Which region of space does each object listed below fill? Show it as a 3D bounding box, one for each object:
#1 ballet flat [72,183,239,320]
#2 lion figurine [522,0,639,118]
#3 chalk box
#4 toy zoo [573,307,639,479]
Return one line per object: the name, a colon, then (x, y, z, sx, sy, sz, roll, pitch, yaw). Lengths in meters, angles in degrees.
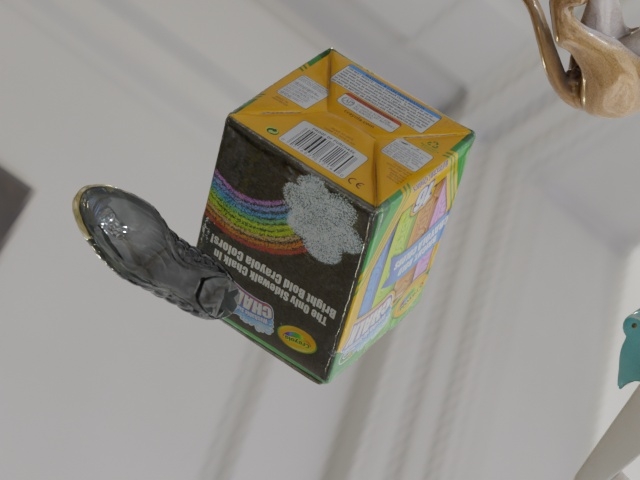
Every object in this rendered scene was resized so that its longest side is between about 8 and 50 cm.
ballet flat: (-0.127, 0.012, 1.258, 0.049, 0.173, 0.057, 14, -110, 45)
lion figurine: (0.353, -0.183, 1.609, 0.142, 0.392, 0.240, -93, 180, -45)
chalk box: (0.000, 0.000, 1.630, 0.179, 0.180, 0.289, -39, 154, -44)
toy zoo: (0.266, 0.149, 0.912, 0.030, 0.293, 0.192, -25, 161, -53)
